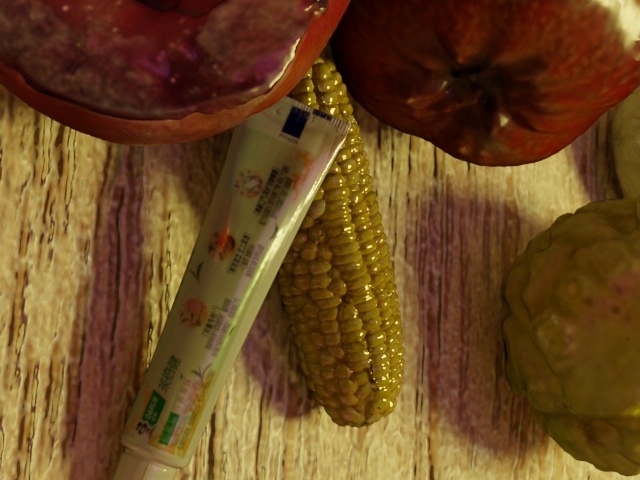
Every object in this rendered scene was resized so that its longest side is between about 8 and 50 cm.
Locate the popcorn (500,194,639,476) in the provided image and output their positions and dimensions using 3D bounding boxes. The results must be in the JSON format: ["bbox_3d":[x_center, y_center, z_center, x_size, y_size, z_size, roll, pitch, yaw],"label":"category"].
[{"bbox_3d":[0.280,0.080,1.240,0.212,0.259,0.259,-9,90,-70],"label":"popcorn"}]

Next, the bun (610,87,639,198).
[{"bbox_3d":[0.352,-0.069,1.390,0.164,0.111,0.188,-39,112,-32],"label":"bun"}]

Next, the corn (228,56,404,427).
[{"bbox_3d":[0.000,0.000,1.115,0.101,0.101,0.292,-18,98,-38],"label":"corn"}]

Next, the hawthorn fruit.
[{"bbox_3d":[0.130,-0.216,1.142,0.275,0.275,0.300,8,71,-38],"label":"hawthorn fruit"}]

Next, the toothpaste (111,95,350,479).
[{"bbox_3d":[-0.074,0.045,1.038,0.058,0.056,0.314,30,80,-43],"label":"toothpaste"}]

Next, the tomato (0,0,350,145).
[{"bbox_3d":[-0.103,-0.218,1.006,0.289,0.176,0.335,31,77,2],"label":"tomato"}]
